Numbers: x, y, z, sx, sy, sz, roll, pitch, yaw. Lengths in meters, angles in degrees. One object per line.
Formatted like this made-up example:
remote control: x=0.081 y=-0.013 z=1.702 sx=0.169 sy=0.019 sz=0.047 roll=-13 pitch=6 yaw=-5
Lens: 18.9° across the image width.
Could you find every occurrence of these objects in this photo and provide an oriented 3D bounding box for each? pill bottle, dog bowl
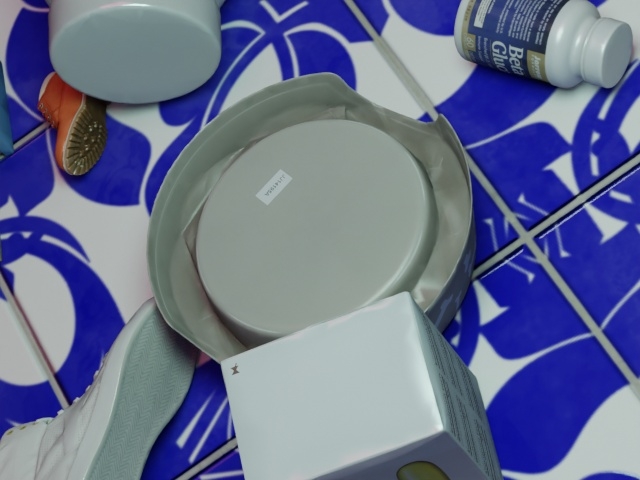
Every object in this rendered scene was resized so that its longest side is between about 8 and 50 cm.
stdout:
pill bottle: x=-0.210 y=-0.367 z=2.186 sx=0.224 sy=0.224 sz=0.392 roll=-13 pitch=59 yaw=17
dog bowl: x=0.000 y=0.000 z=1.966 sx=0.349 sy=0.102 sz=0.348 roll=-9 pitch=59 yaw=16
pill bottle: x=0.231 y=-0.211 z=1.988 sx=0.169 sy=0.094 sz=0.094 roll=19 pitch=73 yaw=31

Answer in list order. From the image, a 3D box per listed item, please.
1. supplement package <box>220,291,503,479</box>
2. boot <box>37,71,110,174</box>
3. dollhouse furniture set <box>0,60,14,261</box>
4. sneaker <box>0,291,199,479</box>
supplement package: x=0.044 y=0.181 z=1.794 sx=0.194 sy=0.203 sz=0.149 roll=-21 pitch=57 yaw=12
boot: x=-0.288 y=-0.137 z=2.201 sx=0.085 sy=0.059 sz=0.158 roll=-8 pitch=53 yaw=23
dollhouse furniture set: x=-0.523 y=-0.108 z=2.199 sx=0.286 sy=0.198 sz=0.303 roll=-19 pitch=57 yaw=13
sneaker: x=-0.243 y=0.176 z=1.980 sx=0.169 sy=0.108 sz=0.292 roll=-6 pitch=46 yaw=38
